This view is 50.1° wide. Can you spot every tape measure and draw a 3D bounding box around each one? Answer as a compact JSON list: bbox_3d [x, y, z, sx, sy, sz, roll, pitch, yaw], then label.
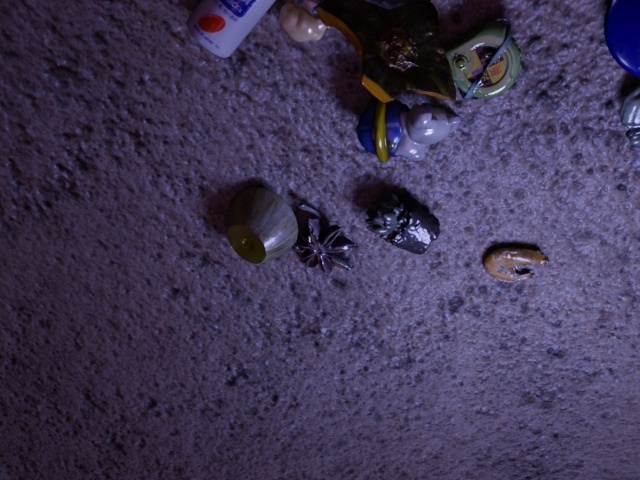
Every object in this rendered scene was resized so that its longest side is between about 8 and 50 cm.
[{"bbox_3d":[0.385,-0.424,1.622,0.200,0.106,0.175,-31,102,19],"label":"tape measure"}]

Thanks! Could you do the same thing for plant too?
[{"bbox_3d":[0.223,-0.052,1.856,0.194,0.129,0.132,28,118,-18],"label":"plant"}]

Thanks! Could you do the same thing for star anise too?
[{"bbox_3d":[0.000,-0.001,1.924,0.209,0.089,0.231,11,123,11],"label":"star anise"}]

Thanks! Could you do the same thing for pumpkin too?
[{"bbox_3d":[0.158,-0.425,1.525,0.290,0.258,0.095,-8,168,-22],"label":"pumpkin"},{"bbox_3d":[-0.178,-0.025,1.879,0.217,0.110,0.217,11,126,16],"label":"pumpkin"}]

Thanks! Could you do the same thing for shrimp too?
[{"bbox_3d":[0.564,0.067,1.965,0.187,0.051,0.132,1,142,9],"label":"shrimp"}]

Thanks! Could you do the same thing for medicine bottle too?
[{"bbox_3d":[-0.154,-0.579,1.539,0.130,0.130,0.341,38,117,-19],"label":"medicine bottle"}]

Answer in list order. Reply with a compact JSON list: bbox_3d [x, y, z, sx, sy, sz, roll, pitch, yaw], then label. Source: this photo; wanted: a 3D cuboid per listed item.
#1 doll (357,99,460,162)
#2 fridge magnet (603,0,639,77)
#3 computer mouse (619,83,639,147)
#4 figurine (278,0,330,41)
[{"bbox_3d":[0.201,-0.257,1.627,0.243,0.311,0.159,13,96,9],"label":"doll"},{"bbox_3d":[0.774,-0.491,1.525,0.265,0.112,0.265,6,112,17],"label":"fridge magnet"},{"bbox_3d":[0.937,-0.350,1.617,0.429,0.145,0.228,-17,128,27],"label":"computer mouse"},{"bbox_3d":[-0.011,-0.547,1.570,0.114,0.108,0.196,32,113,-22],"label":"figurine"}]
